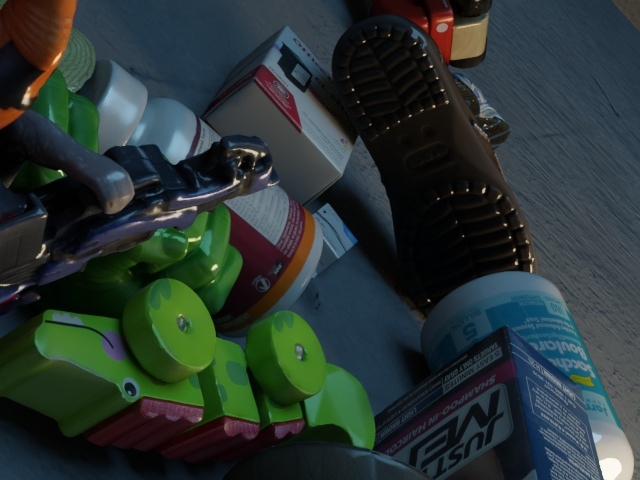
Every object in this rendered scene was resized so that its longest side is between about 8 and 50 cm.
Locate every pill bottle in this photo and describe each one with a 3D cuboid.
[{"bbox_3d":[0.195,0.167,1.611,0.146,0.146,0.264,29,31,-44],"label":"pill bottle"},{"bbox_3d":[-0.112,-0.032,1.348,0.221,0.121,0.121,40,25,-27],"label":"pill bottle"}]

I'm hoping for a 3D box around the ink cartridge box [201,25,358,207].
[{"bbox_3d":[-0.032,-0.120,1.702,0.127,0.072,0.175,47,23,-12],"label":"ink cartridge box"}]

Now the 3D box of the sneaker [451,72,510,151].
[{"bbox_3d":[0.155,-0.167,2.151,0.081,0.080,0.211,57,12,29],"label":"sneaker"}]

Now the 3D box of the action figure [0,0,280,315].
[{"bbox_3d":[-0.191,-0.073,1.019,0.341,0.330,0.178,-18,52,-34],"label":"action figure"}]

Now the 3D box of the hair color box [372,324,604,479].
[{"bbox_3d":[0.129,0.241,1.332,0.105,0.174,0.347,39,25,-27],"label":"hair color box"}]

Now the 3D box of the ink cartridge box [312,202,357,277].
[{"bbox_3d":[0.000,0.000,1.641,0.048,0.028,0.083,51,22,-1],"label":"ink cartridge box"}]

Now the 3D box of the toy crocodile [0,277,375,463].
[{"bbox_3d":[-0.089,0.104,1.193,0.340,0.115,0.105,18,50,-54],"label":"toy crocodile"}]

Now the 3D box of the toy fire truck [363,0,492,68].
[{"bbox_3d":[0.071,-0.319,2.164,0.158,0.246,0.217,91,-14,-50],"label":"toy fire truck"}]

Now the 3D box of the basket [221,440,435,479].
[{"bbox_3d":[0.020,0.270,1.119,0.204,0.154,0.227,36,30,-26],"label":"basket"}]

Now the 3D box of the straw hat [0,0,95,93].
[{"bbox_3d":[-0.232,-0.155,1.279,0.144,0.061,0.144,6,40,-5],"label":"straw hat"}]

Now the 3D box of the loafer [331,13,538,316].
[{"bbox_3d":[0.125,-0.071,1.748,0.130,0.134,0.366,-76,148,-64],"label":"loafer"}]

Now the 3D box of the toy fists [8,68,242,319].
[{"bbox_3d":[-0.174,-0.022,1.183,0.279,0.142,0.096,37,26,-32],"label":"toy fists"}]
